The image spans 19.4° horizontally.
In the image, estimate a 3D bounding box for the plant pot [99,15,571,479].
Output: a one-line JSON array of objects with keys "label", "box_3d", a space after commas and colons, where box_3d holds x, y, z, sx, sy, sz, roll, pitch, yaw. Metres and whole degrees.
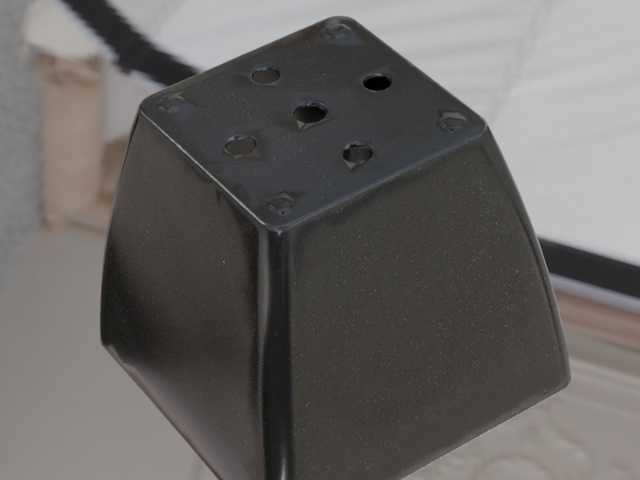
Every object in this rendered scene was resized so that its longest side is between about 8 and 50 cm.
[{"label": "plant pot", "box_3d": [0.000, 0.000, 0.940, 0.187, 0.188, 0.167, -26, 134, -23]}]
